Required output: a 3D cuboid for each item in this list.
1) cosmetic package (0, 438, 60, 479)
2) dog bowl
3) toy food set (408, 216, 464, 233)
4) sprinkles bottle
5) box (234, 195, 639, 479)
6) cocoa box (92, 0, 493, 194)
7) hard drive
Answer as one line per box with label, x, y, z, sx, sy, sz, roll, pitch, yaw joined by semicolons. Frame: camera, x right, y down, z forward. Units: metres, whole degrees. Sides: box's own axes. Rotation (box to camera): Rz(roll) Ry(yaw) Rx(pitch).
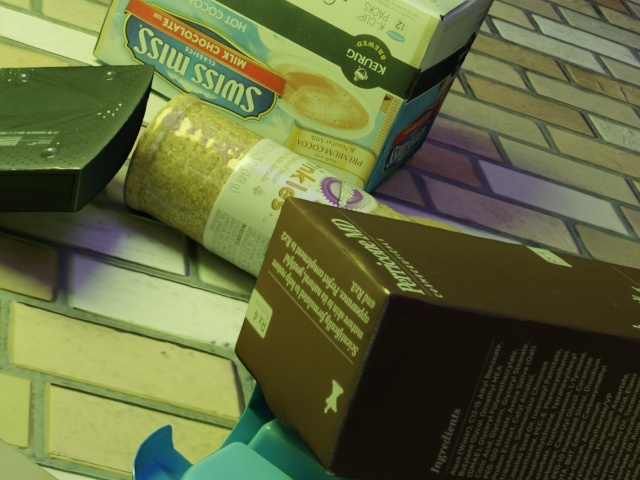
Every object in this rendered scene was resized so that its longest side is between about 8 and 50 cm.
cosmetic package;-0.159;0.218;0.817;0.296;0.153;0.129;33;24;14
dog bowl;-0.022;0.183;1.101;0.166;0.074;0.297;34;26;19
toy food set;0.113;-0.002;1.637;0.083;0.020;0.082;28;20;33
sprinkles bottle;0.000;0.000;1.428;0.355;0.121;0.121;29;25;10
box;0.152;0.090;1.161;0.381;0.143;0.191;9;17;-27
cocoa box;-0.026;-0.240;1.750;0.347;0.228;0.231;29;25;10
hard drive;-0.244;-0.090;1.391;0.172;0.054;0.255;0;25;9
